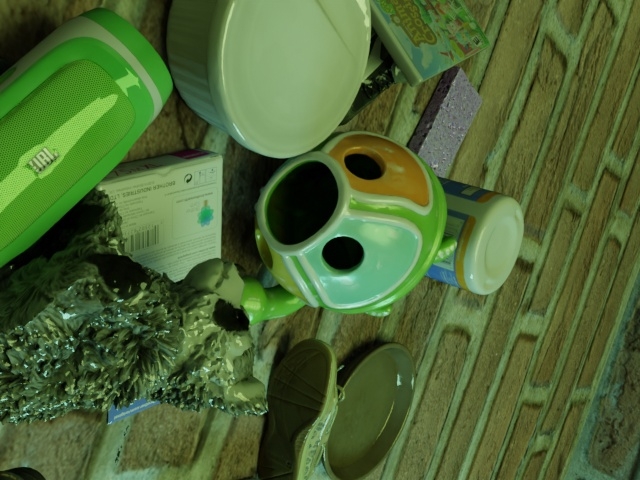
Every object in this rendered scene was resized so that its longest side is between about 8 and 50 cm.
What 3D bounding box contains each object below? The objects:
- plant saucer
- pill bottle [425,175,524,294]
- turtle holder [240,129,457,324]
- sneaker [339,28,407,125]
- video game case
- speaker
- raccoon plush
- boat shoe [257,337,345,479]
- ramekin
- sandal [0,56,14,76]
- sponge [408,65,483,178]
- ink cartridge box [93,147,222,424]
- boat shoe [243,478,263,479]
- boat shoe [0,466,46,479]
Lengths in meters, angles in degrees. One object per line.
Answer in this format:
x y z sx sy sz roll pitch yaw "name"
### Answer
0.083 0.313 1.598 0.278 0.041 0.278 -28 127 -44 "plant saucer"
0.157 -0.026 1.332 0.152 0.272 0.152 -26 125 -44 "pill bottle"
0.003 -0.020 1.194 0.227 0.320 0.243 17 62 -58 "turtle holder"
0.095 -0.258 1.283 0.234 0.106 0.078 -54 141 -22 "sneaker"
0.136 -0.342 1.258 0.193 0.023 0.212 -33 91 -40 "video game case"
-0.278 -0.082 0.811 0.296 0.131 0.131 -48 139 -18 "speaker"
-0.274 0.149 0.910 0.446 0.216 0.299 -33 128 0 "raccoon plush"
-0.028 0.278 1.394 0.089 0.104 0.285 -15 128 -54 "boat shoe"
-0.066 -0.245 1.059 0.273 0.127 0.273 -27 126 -43 "ramekin"
-0.371 -0.166 0.770 0.097 0.054 0.254 -59 153 -4 "sandal"
0.214 -0.192 1.536 0.117 0.031 0.210 41 74 -53 "sponge"
-0.207 0.054 1.072 0.186 0.065 0.311 -20 118 -45 "ink cartridge box"
-0.156 0.426 1.313 0.228 0.080 0.076 -7 114 -57 "boat shoe"
-0.383 0.357 0.857 0.355 0.132 0.130 -42 176 15 "boat shoe"
